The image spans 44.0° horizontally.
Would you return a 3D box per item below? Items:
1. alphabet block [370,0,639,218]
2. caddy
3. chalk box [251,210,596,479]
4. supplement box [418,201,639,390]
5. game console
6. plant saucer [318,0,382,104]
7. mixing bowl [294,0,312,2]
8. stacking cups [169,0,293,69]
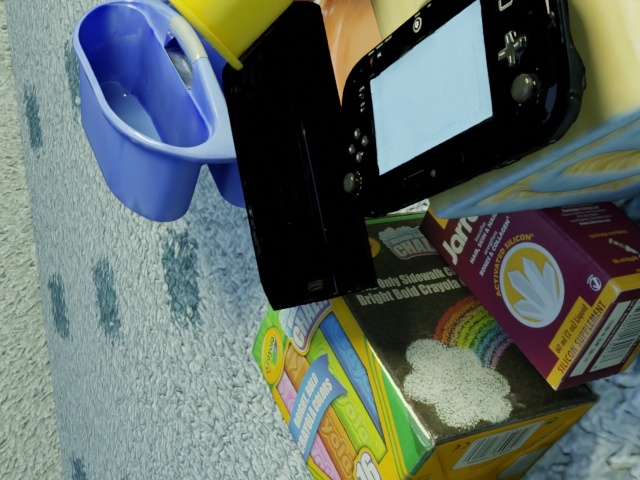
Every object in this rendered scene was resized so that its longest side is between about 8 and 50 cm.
[{"bbox_3d":[0.166,-0.139,0.491,0.193,0.192,0.197,-31,69,55],"label":"alphabet block"},{"bbox_3d":[-0.171,-0.185,0.994,0.341,0.241,0.179,58,147,34],"label":"caddy"},{"bbox_3d":[0.062,0.093,0.721,0.289,0.180,0.179,59,141,36],"label":"chalk box"},{"bbox_3d":[0.171,0.007,0.615,0.188,0.081,0.104,54,139,39],"label":"supplement box"},{"bbox_3d":[0.026,-0.079,0.515,0.361,0.044,0.213,-24,77,61],"label":"game console"},{"bbox_3d":[0.052,-0.183,0.817,0.200,0.037,0.200,17,110,56],"label":"plant saucer"},{"bbox_3d":[-0.072,-0.362,0.926,0.181,0.098,0.181,15,108,57],"label":"mixing bowl"},{"bbox_3d":[0.029,-0.247,0.497,0.316,0.096,0.096,-42,50,5],"label":"stacking cups"}]
